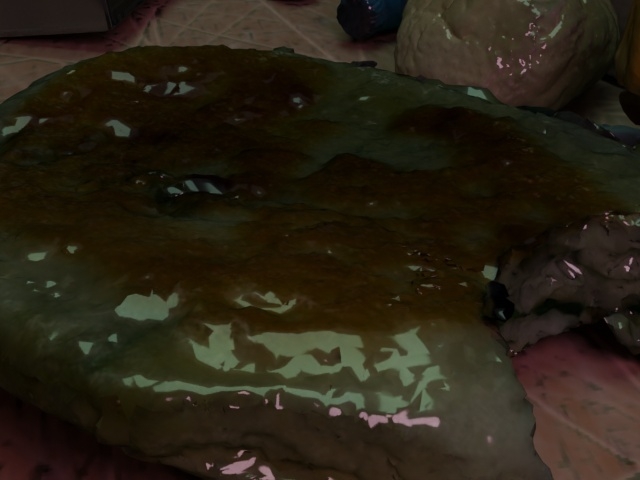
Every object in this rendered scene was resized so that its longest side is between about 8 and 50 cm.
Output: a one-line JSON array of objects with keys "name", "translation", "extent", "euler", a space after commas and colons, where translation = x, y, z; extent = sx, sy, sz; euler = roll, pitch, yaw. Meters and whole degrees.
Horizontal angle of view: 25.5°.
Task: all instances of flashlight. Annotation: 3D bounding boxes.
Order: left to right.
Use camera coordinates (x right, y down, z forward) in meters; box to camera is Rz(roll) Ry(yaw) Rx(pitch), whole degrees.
[{"name": "flashlight", "translation": [0.047, -0.148, 0.807], "extent": [0.051, 0.051, 0.129], "euler": [15, 36, 26]}]

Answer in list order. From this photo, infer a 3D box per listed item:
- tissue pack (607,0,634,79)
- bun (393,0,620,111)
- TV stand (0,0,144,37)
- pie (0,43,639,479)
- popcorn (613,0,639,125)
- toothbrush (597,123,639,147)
[{"name": "tissue pack", "translation": [0.223, -0.198, 0.751], "extent": [0.225, 0.185, 0.124], "euler": [-19, 33, -33]}, {"name": "bun", "translation": [0.087, -0.105, 0.684], "extent": [0.115, 0.069, 0.115], "euler": [-6, 31, 4]}, {"name": "TV stand", "translation": [-0.119, -0.209, 0.859], "extent": [0.088, 0.082, 0.269], "euler": [-1, 27, 19]}, {"name": "pie", "translation": [-0.007, -0.002, 0.493], "extent": [0.303, 0.067, 0.302], "euler": [1, 26, 0]}, {"name": "popcorn", "translation": [0.195, -0.081, 0.570], "extent": [0.167, 0.148, 0.152], "euler": [-4, 3, -32]}, {"name": "toothbrush", "translation": [0.199, -0.062, 0.669], "extent": [0.193, 0.013, 0.019], "euler": [-12, 21, -22]}]
